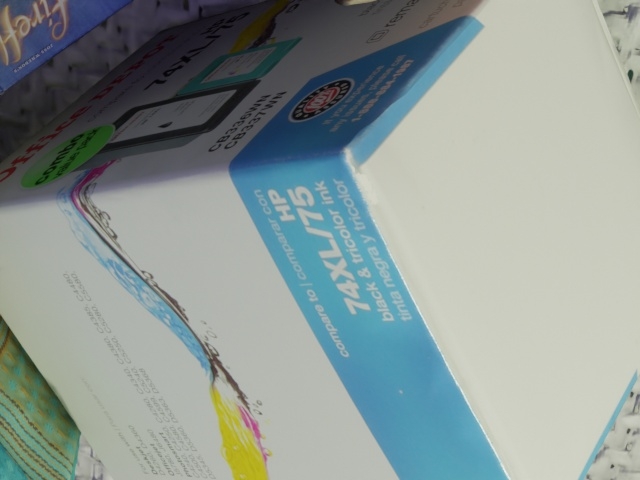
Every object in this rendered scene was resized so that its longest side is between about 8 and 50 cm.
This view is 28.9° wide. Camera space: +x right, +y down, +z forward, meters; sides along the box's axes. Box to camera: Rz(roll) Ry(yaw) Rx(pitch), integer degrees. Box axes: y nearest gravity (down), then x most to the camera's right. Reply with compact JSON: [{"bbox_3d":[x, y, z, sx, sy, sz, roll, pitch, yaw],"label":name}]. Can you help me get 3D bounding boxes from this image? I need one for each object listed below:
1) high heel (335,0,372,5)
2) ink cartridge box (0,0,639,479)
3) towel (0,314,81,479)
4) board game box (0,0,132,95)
[{"bbox_3d":[0.062,-0.231,0.455,0.127,0.377,0.181,-12,120,33],"label":"high heel"},{"bbox_3d":[0.000,0.000,0.609,0.270,0.198,0.197,-6,122,42],"label":"ink cartridge box"},{"bbox_3d":[-0.193,0.013,0.615,0.040,0.370,0.271,-26,110,5],"label":"towel"},{"bbox_3d":[-0.062,-0.170,0.612,0.243,0.165,0.042,-29,108,22],"label":"board game box"}]
